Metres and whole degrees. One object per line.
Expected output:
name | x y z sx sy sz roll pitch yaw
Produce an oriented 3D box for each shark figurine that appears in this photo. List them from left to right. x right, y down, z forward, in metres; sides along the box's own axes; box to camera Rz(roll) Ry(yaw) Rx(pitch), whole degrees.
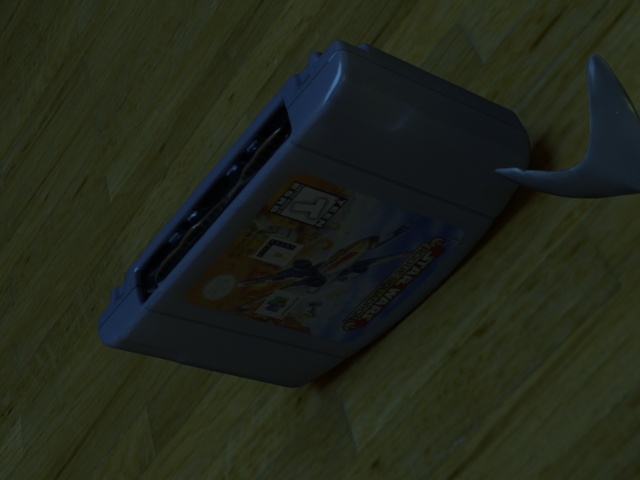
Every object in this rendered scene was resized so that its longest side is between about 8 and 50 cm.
shark figurine | 0.240 -0.064 0.571 0.278 0.166 0.116 -36 -2 -7

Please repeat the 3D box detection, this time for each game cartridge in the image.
game cartridge | 0.000 0.000 0.835 0.297 0.198 0.062 -47 39 32
